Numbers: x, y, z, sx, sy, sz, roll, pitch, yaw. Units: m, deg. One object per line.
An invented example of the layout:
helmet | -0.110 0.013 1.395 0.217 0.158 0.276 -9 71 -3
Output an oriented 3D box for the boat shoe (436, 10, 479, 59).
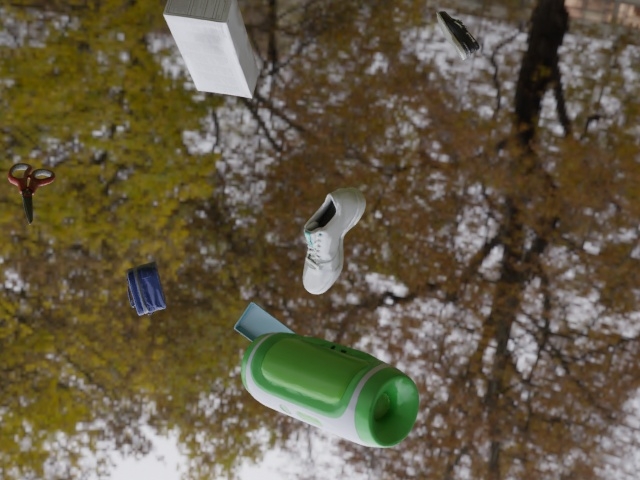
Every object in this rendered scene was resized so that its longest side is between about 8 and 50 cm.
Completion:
boat shoe | 0.240 -0.366 1.692 0.038 0.046 0.125 -27 -134 4

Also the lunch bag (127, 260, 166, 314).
lunch bag | -0.334 0.095 1.835 0.065 0.099 0.067 -13 -167 -6

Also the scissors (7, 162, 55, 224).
scissors | -0.693 -0.110 2.244 0.109 0.021 0.297 12 -153 -10

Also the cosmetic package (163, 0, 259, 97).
cosmetic package | -0.164 -0.307 1.506 0.098 0.061 0.239 11 163 9

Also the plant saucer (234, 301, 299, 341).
plant saucer | -0.066 0.192 1.786 0.192 0.067 0.018 36 -162 5

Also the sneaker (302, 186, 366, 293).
sneaker | 0.000 0.000 1.712 0.080 0.212 0.094 35 -156 33

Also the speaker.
speaker | 0.008 0.225 1.490 0.131 0.131 0.296 -14 -163 -40
